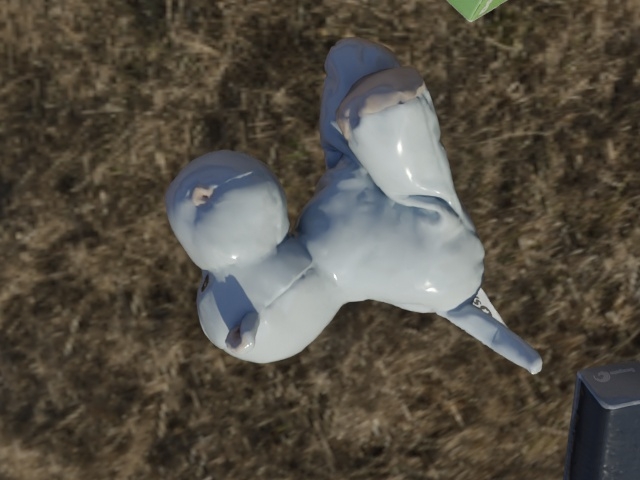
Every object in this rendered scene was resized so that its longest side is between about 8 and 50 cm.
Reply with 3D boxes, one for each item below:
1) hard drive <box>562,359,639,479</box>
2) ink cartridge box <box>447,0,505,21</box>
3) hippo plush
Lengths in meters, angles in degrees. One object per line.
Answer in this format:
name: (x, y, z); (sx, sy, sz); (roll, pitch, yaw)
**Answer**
hard drive: (0.347, 0.189, 1.150); (0.054, 0.254, 0.172); (-127, 38, -67)
ink cartridge box: (0.105, -0.222, 0.889); (0.109, 0.209, 0.062); (45, 139, 10)
hippo plush: (0.000, 0.000, 1.075); (0.236, 0.234, 0.294); (-24, 99, -2)
